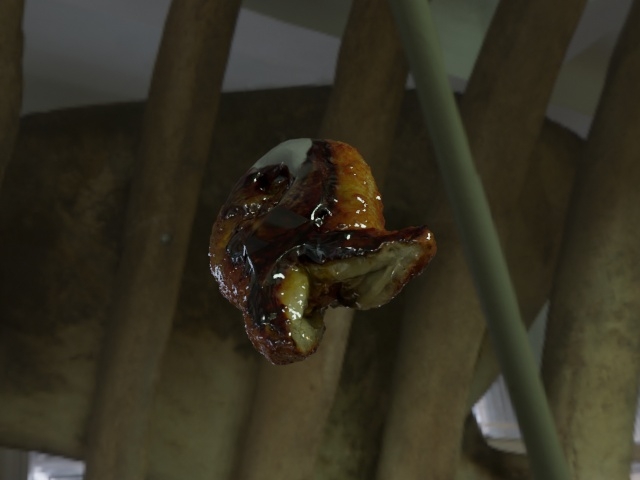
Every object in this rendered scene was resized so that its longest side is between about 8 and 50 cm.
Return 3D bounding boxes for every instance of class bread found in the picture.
[{"bbox_3d":[-0.007,0.004,0.663,0.139,0.269,0.095,-38,-61,4],"label":"bread"}]
